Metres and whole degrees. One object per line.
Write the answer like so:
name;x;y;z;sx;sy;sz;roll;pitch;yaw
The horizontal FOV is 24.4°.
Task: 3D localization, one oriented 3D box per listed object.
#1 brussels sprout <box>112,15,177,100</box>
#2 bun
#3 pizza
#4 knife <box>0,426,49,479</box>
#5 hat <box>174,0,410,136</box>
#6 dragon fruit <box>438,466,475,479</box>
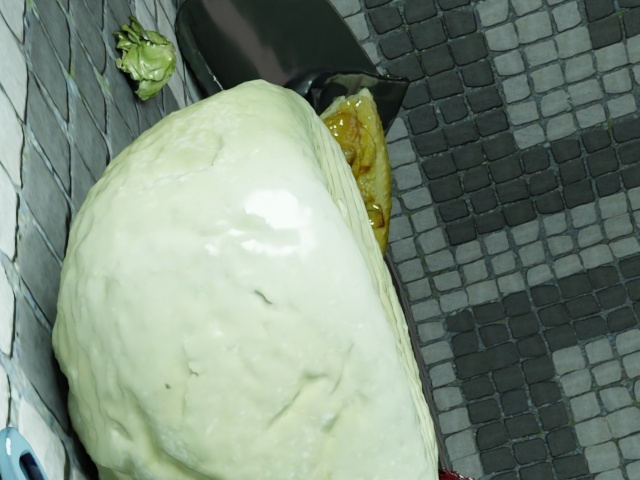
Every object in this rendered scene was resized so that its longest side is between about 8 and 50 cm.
brussels sprout;-0.174;-0.185;1.478;0.085;0.058;0.085;56;0;0
bun;-0.056;0.077;0.991;0.352;0.227;0.348;62;11;-68
pizza;0.023;-0.013;1.828;0.268;0.087;0.257;-49;133;-27
knife;-0.128;0.247;0.870;0.044;0.019;0.313;-73;145;-65
hat;-0.065;-0.159;1.983;0.382;0.257;0.366;41;48;-6
dragon fruit;0.137;0.360;1.794;0.302;0.240;0.330;54;-3;9
